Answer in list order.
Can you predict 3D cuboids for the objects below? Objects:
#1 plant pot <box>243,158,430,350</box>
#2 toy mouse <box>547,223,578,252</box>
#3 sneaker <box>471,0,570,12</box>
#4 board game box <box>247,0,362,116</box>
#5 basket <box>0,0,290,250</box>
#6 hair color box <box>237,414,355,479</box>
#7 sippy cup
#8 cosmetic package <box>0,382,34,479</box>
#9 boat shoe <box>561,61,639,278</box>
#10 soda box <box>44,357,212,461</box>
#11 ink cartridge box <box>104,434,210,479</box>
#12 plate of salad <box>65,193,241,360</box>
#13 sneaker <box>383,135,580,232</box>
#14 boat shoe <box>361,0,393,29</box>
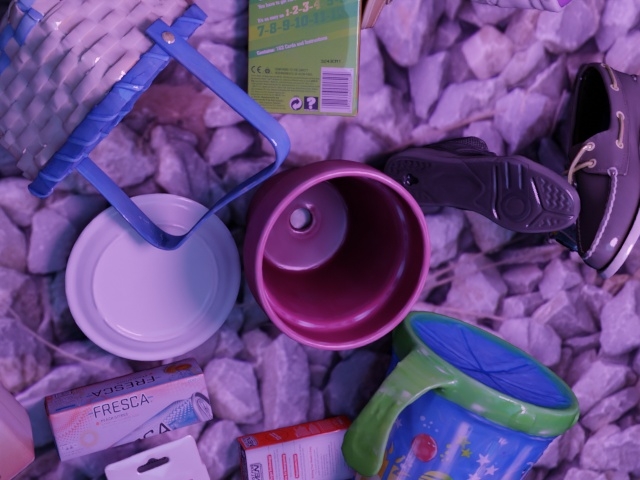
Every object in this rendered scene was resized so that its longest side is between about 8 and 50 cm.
[{"bbox_3d":[0.000,0.000,1.398,0.201,0.180,0.201,-5,106,-16],"label":"plant pot"},{"bbox_3d":[0.272,-0.025,1.526,0.031,0.161,0.143,-59,152,1],"label":"toy mouse"},{"bbox_3d":[0.174,-0.368,1.349,0.114,0.152,0.305,-58,137,-35],"label":"sneaker"},{"bbox_3d":[-0.016,-0.268,1.374,0.124,0.039,0.259,3,108,4],"label":"board game box"},{"bbox_3d":[-0.192,-0.134,1.253,0.289,0.255,0.201,48,46,-9],"label":"basket"},{"bbox_3d":[-0.027,0.266,1.541,0.141,0.043,0.072,-9,108,-16],"label":"hair color box"},{"bbox_3d":[0.154,0.235,1.495,0.305,0.240,0.224,22,104,-17],"label":"sippy cup"},{"bbox_3d":[-0.454,0.151,1.324,0.153,0.129,0.296,-39,113,-3],"label":"cosmetic package"},{"bbox_3d":[0.326,-0.087,1.451,0.091,0.305,0.109,26,140,-10],"label":"boat shoe"},{"bbox_3d":[-0.222,0.194,1.450,0.183,0.058,0.063,-14,109,-13],"label":"soda box"},{"bbox_3d":[-0.181,0.320,1.494,0.115,0.067,0.198,-19,112,-12],"label":"ink cartridge box"},{"bbox_3d":[-0.189,0.040,1.421,0.200,0.048,0.200,-5,110,-15],"label":"plate of salad"},{"bbox_3d":[0.200,-0.071,1.445,0.130,0.227,0.087,-29,124,-55],"label":"sneaker"},{"bbox_3d":[0.083,-0.304,1.407,0.048,0.056,0.153,21,91,-17],"label":"boat shoe"}]
